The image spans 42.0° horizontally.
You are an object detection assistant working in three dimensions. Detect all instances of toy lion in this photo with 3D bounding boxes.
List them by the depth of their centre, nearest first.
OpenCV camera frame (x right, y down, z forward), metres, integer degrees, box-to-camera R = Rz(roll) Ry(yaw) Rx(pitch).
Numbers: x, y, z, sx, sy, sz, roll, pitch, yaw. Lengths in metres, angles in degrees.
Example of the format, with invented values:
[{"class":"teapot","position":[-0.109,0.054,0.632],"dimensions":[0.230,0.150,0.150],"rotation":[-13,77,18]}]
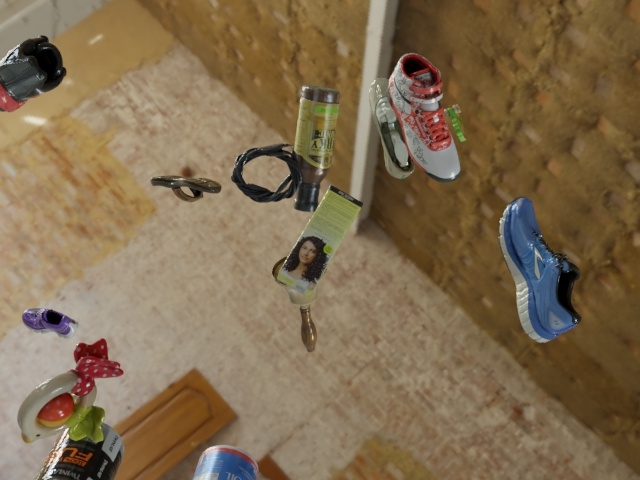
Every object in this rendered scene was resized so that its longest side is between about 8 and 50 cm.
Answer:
[{"class":"toy lion","position":[0.359,-0.306,2.182],"dimensions":[0.096,0.034,0.100],"rotation":[67,19,-4]}]

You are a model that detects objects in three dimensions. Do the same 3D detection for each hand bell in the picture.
[{"class":"hand bell","position":[-0.034,0.162,1.930],"dimensions":[0.126,0.126,0.242],"rotation":[33,-39,44]}]

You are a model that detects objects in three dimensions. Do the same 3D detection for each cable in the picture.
[{"class":"cable","position":[-0.143,-0.172,2.188],"dimensions":[0.047,0.184,0.150],"rotation":[-78,156,-80]}]

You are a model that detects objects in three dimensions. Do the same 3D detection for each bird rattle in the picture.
[{"class":"bird rattle","position":[-0.503,0.323,1.674],"dimensions":[0.143,0.207,0.253],"rotation":[50,-43,20]}]

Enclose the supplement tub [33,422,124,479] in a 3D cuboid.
[{"class":"supplement tub","position":[-0.700,0.685,2.361],"dimensions":[0.207,0.207,0.338],"rotation":[56,19,-21]}]

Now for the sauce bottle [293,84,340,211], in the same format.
[{"class":"sauce bottle","position":[-0.018,-0.251,2.304],"dimensions":[0.111,0.111,0.344],"rotation":[27,-65,52]}]

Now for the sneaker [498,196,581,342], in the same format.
[{"class":"sneaker","position":[0.505,0.053,1.861],"dimensions":[0.147,0.130,0.330],"rotation":[-25,-110,36]}]

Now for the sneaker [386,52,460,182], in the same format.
[{"class":"sneaker","position":[0.222,-0.259,1.733],"dimensions":[0.145,0.090,0.270],"rotation":[108,-40,-67]}]

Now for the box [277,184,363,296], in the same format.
[{"class":"box","position":[0.000,0.000,1.776],"dimensions":[0.087,0.232,0.058],"rotation":[29,-21,1]}]

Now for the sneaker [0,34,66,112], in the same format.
[{"class":"sneaker","position":[-0.523,-0.319,1.531],"dimensions":[0.097,0.135,0.276],"rotation":[60,10,-21]}]

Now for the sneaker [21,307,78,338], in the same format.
[{"class":"sneaker","position":[-0.669,0.188,2.045],"dimensions":[0.170,0.068,0.071],"rotation":[6,-36,28]}]

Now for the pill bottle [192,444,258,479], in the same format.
[{"class":"pill bottle","position":[-0.200,0.517,1.605],"dimensions":[0.124,0.221,0.124],"rotation":[5,-52,7]}]

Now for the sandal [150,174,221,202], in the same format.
[{"class":"sandal","position":[-0.328,-0.124,2.027],"dimensions":[0.219,0.090,0.060],"rotation":[7,-81,32]}]

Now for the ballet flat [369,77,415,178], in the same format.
[{"class":"ballet flat","position":[0.176,-0.269,1.995],"dimensions":[0.086,0.086,0.248],"rotation":[4,-68,67]}]
